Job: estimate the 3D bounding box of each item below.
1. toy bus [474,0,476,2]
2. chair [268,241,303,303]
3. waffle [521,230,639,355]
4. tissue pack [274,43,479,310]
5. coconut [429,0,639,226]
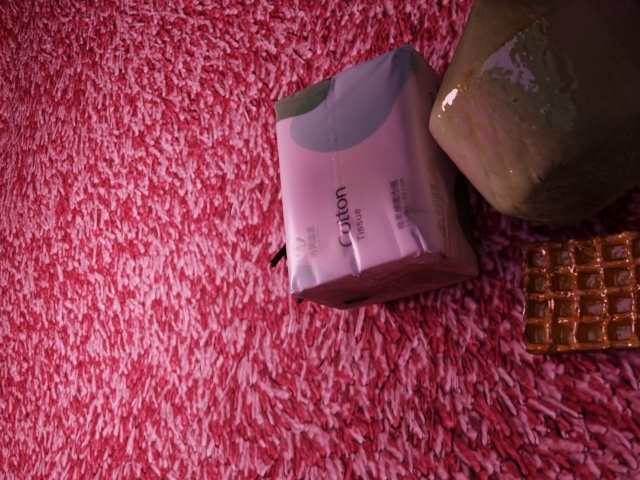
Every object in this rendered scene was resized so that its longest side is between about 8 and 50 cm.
[{"bbox_3d":[0.264,-0.447,1.167,0.305,0.179,0.143,38,124,41],"label":"toy bus"},{"bbox_3d":[0.000,0.000,1.343,0.084,0.101,0.212,-19,28,35],"label":"chair"},{"bbox_3d":[0.375,0.067,0.998,0.211,0.055,0.160,-12,70,39],"label":"waffle"},{"bbox_3d":[0.083,-0.093,1.204,0.266,0.194,0.357,-18,65,30],"label":"tissue pack"},{"bbox_3d":[0.298,-0.190,0.995,0.328,0.281,0.328,29,134,36],"label":"coconut"}]
